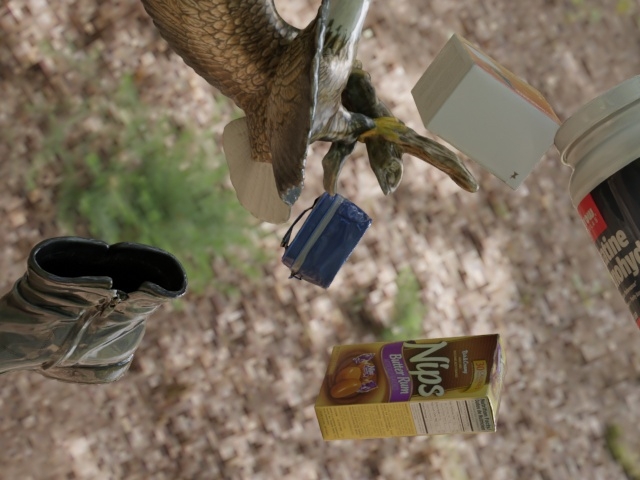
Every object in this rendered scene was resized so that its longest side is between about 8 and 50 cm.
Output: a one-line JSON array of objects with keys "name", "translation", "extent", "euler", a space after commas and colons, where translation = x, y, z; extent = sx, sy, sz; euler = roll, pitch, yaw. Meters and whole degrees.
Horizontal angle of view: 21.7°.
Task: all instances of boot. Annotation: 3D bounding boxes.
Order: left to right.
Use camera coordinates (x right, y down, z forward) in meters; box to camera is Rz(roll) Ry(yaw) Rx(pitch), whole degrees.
[{"name": "boot", "translation": [-0.330, 0.067, 1.795], "extent": [0.338, 0.223, 0.118], "euler": [-4, 62, -26]}]

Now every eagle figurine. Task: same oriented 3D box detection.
[{"name": "eagle figurine", "translation": [-0.026, -0.140, 1.322], "extent": [0.298, 0.226, 0.225], "euler": [19, 74, -60]}]

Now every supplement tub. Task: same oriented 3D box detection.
[{"name": "supplement tub", "translation": [0.372, -0.023, 1.704], "extent": [0.191, 0.191, 0.272], "euler": [4, 57, -60]}]

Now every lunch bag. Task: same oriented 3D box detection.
[{"name": "lunch bag", "translation": [0.000, 0.000, 1.651], "extent": [0.065, 0.098, 0.067], "euler": [34, -3, 0]}]

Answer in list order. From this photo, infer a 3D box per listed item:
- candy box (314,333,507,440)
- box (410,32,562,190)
[{"name": "candy box", "translation": [0.096, 0.153, 1.750], "extent": [0.109, 0.187, 0.053], "euler": [-71, 151, -54]}, {"name": "box", "translation": [0.185, -0.148, 1.878], "extent": [0.130, 0.091, 0.170], "euler": [34, 14, -13]}]
